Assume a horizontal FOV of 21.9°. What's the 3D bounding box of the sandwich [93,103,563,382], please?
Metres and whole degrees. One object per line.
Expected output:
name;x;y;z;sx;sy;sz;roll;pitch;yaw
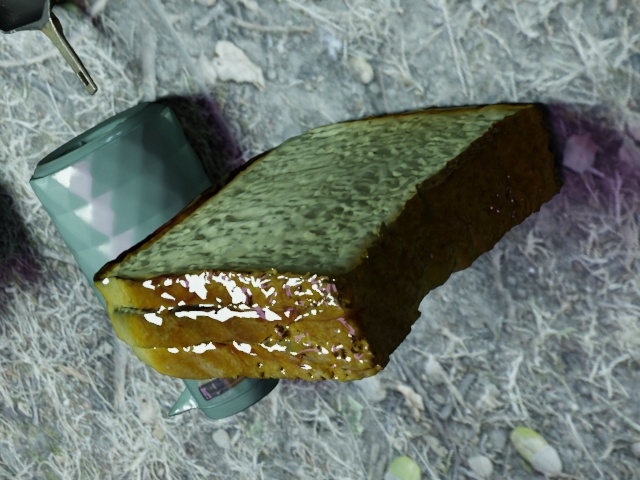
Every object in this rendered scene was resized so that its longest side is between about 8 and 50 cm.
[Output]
sandwich;0.000;0.000;1.266;0.271;0.301;0.099;-6;115;41

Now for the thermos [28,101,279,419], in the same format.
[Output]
thermos;-0.121;0.019;1.490;0.182;0.145;0.286;-28;102;10

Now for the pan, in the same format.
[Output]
pan;-0.268;-0.223;1.499;0.128;0.048;0.202;-9;110;41
